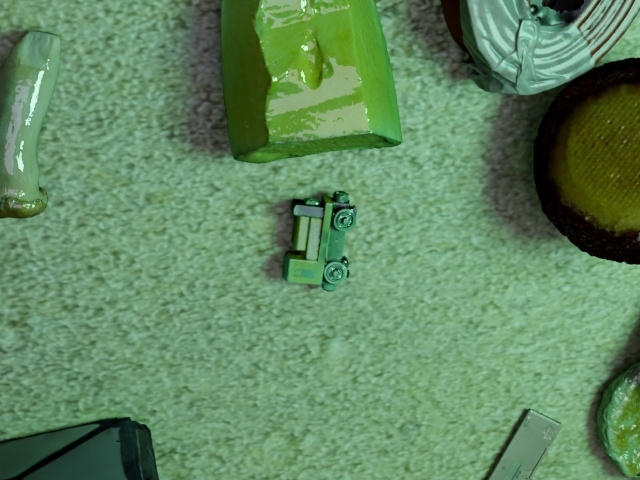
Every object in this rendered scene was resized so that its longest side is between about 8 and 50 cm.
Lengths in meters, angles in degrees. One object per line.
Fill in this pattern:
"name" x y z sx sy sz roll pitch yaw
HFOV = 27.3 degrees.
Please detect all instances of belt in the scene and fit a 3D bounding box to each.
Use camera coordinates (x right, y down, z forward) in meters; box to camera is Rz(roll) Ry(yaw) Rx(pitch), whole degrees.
"belt" 0.254 -0.317 1.461 0.227 0.115 0.324 10 103 -13

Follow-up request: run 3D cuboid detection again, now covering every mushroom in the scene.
"mushroom" -0.324 -0.123 1.420 0.084 0.071 0.209 15 99 20

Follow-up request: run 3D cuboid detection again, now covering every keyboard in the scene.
"keyboard" 0.247 0.294 1.678 0.055 0.017 0.166 27 98 -12

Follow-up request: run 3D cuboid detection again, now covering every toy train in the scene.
"toy train" 0.000 0.000 1.532 0.081 0.050 0.122 5 105 -5

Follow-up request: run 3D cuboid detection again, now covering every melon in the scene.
"melon" -0.016 -0.248 1.423 0.196 0.124 0.323 -8 100 -11

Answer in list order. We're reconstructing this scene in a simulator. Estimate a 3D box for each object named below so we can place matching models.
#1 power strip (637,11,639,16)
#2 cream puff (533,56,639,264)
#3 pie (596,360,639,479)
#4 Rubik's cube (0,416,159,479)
"power strip" 0.391 -0.301 1.542 0.055 0.035 0.083 9 116 -13
"cream puff" 0.361 -0.089 1.498 0.239 0.165 0.239 1 91 27
"pie" 0.442 0.227 1.685 0.187 0.041 0.187 -3 105 -11
"Rubik's cube" -0.309 0.396 1.438 0.307 0.310 0.305 -9 107 -11
